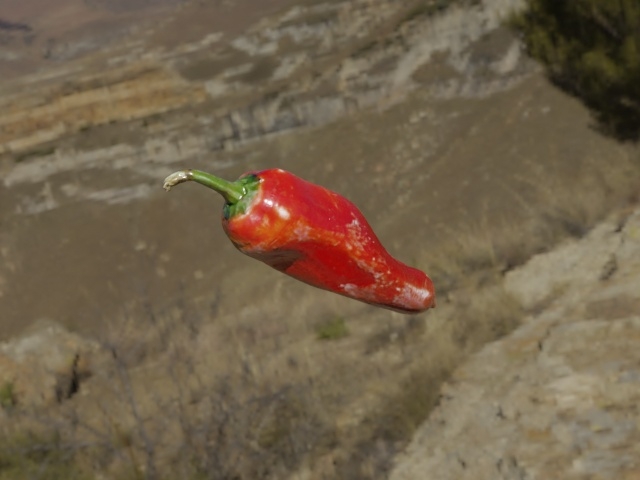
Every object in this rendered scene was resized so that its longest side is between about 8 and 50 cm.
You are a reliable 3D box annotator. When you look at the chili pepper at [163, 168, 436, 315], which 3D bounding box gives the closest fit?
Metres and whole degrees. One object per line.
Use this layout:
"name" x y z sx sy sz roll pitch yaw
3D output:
"chili pepper" 0.001 0.000 0.620 0.191 0.050 0.059 27 -10 -36
